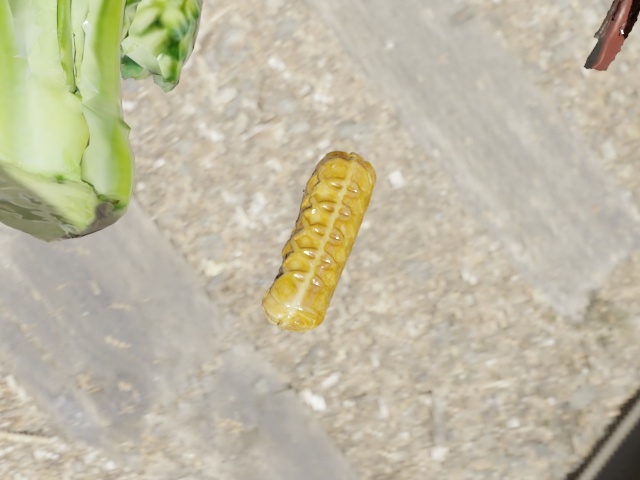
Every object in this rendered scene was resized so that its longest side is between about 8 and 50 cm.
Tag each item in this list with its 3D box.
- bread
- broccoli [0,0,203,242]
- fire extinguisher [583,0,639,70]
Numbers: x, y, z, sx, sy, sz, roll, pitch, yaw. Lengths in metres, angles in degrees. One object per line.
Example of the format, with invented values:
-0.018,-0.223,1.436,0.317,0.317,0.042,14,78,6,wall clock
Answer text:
0.000,0.000,1.263,0.052,0.044,0.157,31,69,-23,bread
-0.160,-0.176,0.807,0.277,0.338,0.317,6,41,-18,broccoli
0.164,-0.220,1.161,0.106,0.337,0.147,6,107,-26,fire extinguisher
